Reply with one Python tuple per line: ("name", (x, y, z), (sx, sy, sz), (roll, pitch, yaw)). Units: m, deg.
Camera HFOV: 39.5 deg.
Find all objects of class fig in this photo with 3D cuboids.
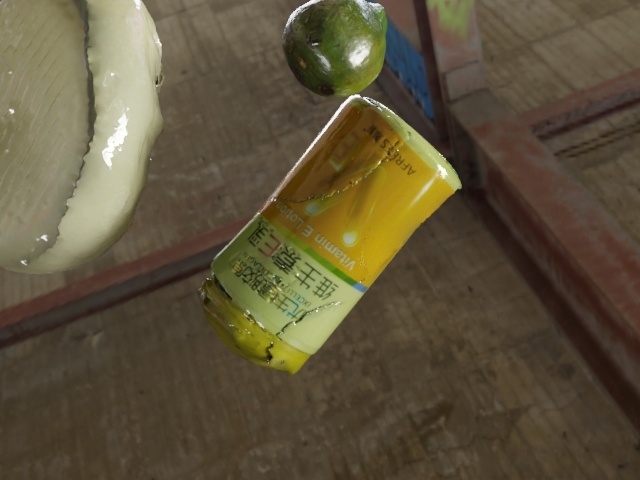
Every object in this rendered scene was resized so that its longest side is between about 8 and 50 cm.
("fig", (0.034, -0.240, 1.062), (0.156, 0.123, 0.123), (-35, -137, -27))

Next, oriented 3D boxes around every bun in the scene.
("bun", (-0.239, -0.107, 0.840), (0.287, 0.146, 0.287), (-6, -99, 39))

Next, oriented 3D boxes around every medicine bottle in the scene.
("medicine bottle", (0.000, 0.000, 0.755), (0.239, 0.124, 0.124), (-50, -136, 2))
